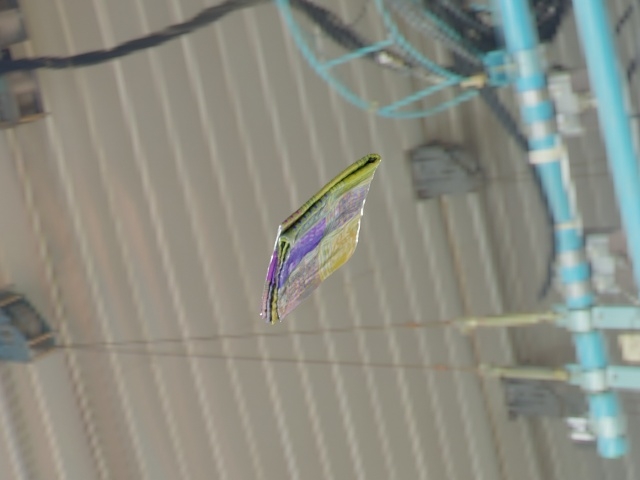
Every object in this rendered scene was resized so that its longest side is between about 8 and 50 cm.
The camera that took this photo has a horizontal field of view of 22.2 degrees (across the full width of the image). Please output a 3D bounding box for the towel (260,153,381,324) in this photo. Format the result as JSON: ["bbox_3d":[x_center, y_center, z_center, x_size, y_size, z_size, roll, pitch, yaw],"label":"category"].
[{"bbox_3d":[0.000,0.000,0.693,0.009,0.083,0.060,42,-117,15],"label":"towel"}]
